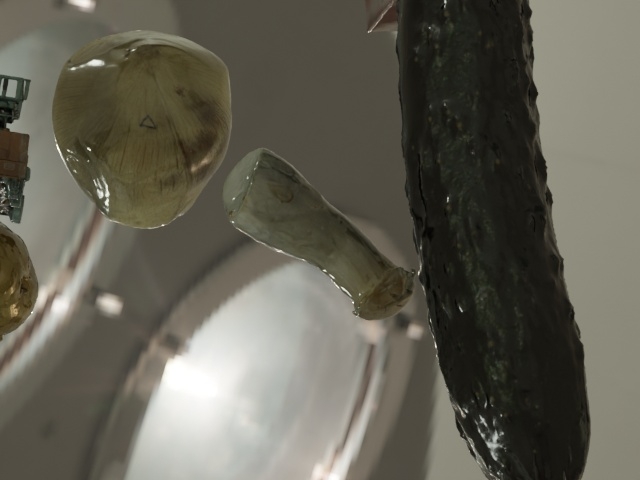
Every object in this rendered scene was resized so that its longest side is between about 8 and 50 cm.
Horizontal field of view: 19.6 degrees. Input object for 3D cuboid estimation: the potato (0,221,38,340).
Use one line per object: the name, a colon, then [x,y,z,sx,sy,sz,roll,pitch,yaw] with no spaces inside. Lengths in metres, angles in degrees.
potato: [-0.239,0.016,1.057,0.107,0.170,0.080,51,-131,-62]

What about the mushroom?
mushroom: [0.000,-0.001,1.868,0.081,0.223,0.092,-48,16,8]

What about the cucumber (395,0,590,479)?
cucumber: [0.077,-0.023,0.874,0.072,0.081,0.303,35,-131,-62]

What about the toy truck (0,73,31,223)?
toy truck: [-0.327,-0.088,1.842,0.178,0.080,0.115,129,149,-75]

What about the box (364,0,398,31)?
box: [0.068,-0.216,1.335,0.156,0.060,0.111,132,133,-80]

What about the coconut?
coconut: [-0.194,-0.129,2.021,0.224,0.224,0.224,-44,-39,-51]
